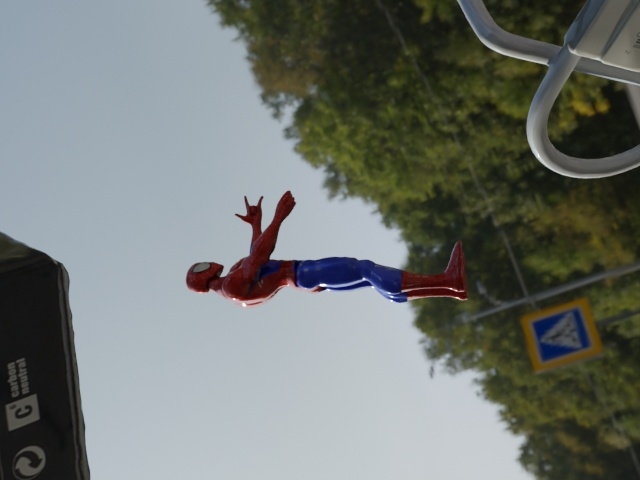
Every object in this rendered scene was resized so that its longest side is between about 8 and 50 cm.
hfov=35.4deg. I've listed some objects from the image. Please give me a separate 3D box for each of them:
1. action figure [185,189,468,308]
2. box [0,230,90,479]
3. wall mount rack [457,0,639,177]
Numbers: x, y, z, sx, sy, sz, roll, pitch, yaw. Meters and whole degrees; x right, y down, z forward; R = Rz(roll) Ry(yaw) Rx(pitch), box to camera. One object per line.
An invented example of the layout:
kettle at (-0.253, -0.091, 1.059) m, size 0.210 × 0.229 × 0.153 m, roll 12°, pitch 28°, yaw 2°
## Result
action figure at (0.000, 0.000, 1.005) m, size 0.091 × 0.280 × 0.139 m, roll 54°, pitch -148°, yaw -72°
box at (-0.362, 0.115, 0.500) m, size 0.395 × 0.294 × 0.212 m, roll -18°, pitch -64°, yaw -39°
wall mount rack at (0.256, -0.195, 0.590) m, size 0.304 × 0.350 × 0.130 m, roll 7°, pitch -136°, yaw -24°
